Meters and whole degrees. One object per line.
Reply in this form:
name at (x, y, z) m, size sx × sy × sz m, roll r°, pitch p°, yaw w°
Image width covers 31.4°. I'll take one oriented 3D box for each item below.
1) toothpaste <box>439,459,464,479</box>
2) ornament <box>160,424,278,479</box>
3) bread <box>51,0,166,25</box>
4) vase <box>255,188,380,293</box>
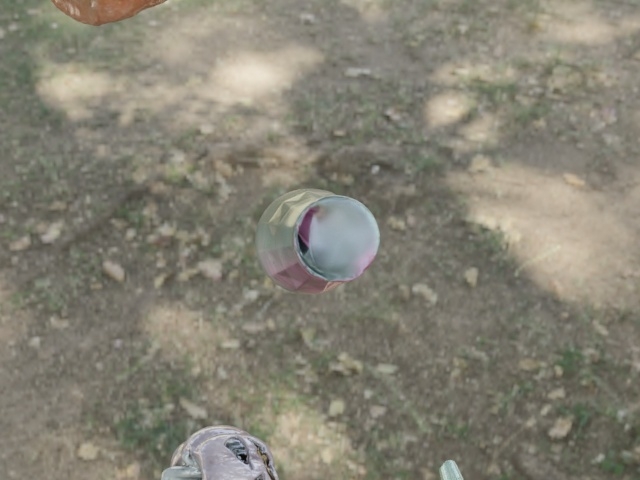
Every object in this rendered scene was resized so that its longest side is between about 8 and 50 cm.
toothpaste at (0.136, 0.277, 0.917) m, size 0.064 × 0.041 × 0.218 m, roll 4°, pitch 48°, yaw -27°
ornament at (-0.158, 0.372, 1.743) m, size 0.178 × 0.177 × 0.177 m, roll 3°, pitch 37°, yaw -2°
bread at (-0.185, -0.287, 0.908) m, size 0.123 × 0.190 × 0.244 m, roll -26°, pitch 45°, yaw -24°
vase at (0.000, 0.000, 0.829) m, size 0.086 × 0.086 × 0.214 m, roll 0°, pitch 0°, yaw -6°
